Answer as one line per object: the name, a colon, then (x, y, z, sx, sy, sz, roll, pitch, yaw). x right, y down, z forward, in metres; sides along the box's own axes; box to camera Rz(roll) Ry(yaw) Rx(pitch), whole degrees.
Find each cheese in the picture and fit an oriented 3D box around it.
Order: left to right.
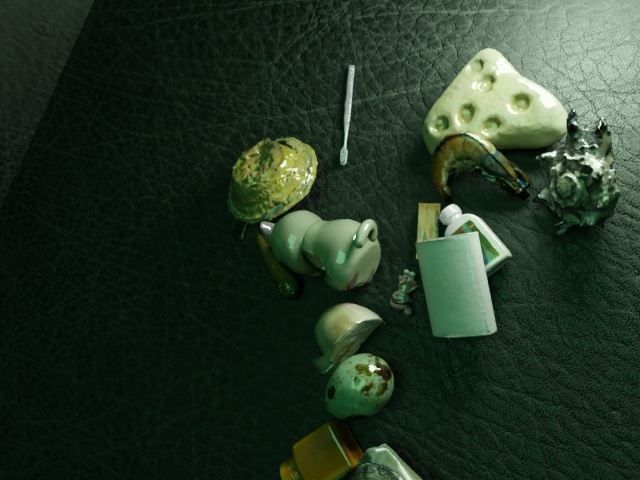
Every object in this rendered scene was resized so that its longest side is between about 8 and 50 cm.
cheese: (0.471, -0.325, 1.491, 0.328, 0.129, 0.351, -44, 63, 15)

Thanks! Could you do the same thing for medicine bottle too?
medicine bottle: (-0.002, 0.631, 1.514, 0.222, 0.112, 0.149, -38, 66, 14)
medicine bottle: (0.419, -0.004, 1.469, 0.115, 0.078, 0.219, -45, 64, 23)

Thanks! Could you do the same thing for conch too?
conch: (0.647, -0.166, 1.308, 0.186, 0.240, 0.313, 15, 86, 4)

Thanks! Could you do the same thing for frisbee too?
frisbee: (-0.233, -0.102, 1.845, 0.187, 0.012, 0.211, -1, 78, 25)

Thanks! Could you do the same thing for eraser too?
eraser: (0.362, 0.122, 1.420, 0.174, 0.094, 0.270, -12, 90, 39)

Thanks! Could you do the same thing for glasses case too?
glasses case: (0.317, -0.023, 1.546, 0.064, 0.041, 0.170, 2, 79, 14)

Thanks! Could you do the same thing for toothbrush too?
toothbrush: (0.088, -0.422, 1.750, 0.024, 0.029, 0.354, 3, 79, 13)

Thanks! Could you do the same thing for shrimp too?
shrimp: (0.438, -0.171, 1.482, 0.290, 0.054, 0.222, 34, 127, 4)

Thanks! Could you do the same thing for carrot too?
carrot: (-0.157, 0.071, 1.745, 0.078, 0.078, 0.298, -42, 59, 12)

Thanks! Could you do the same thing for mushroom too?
mushroom: (0.035, 0.261, 1.536, 0.236, 0.173, 0.162, -50, 56, 2)

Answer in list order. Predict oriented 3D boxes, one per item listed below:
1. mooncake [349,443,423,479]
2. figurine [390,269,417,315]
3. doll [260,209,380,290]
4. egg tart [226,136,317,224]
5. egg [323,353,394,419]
mooncake: (0.176, 0.703, 1.375, 0.250, 0.136, 0.255, 35, 106, 38)
figurine: (0.250, 0.151, 1.537, 0.072, 0.054, 0.129, 18, 80, 13)
doll: (0.014, 0.028, 1.583, 0.370, 0.215, 0.226, 8, 111, 36)
egg tart: (-0.180, -0.217, 1.734, 0.351, 0.150, 0.352, -16, 52, 21)
egg: (0.103, 0.418, 1.481, 0.231, 0.169, 0.169, -41, 64, 23)
